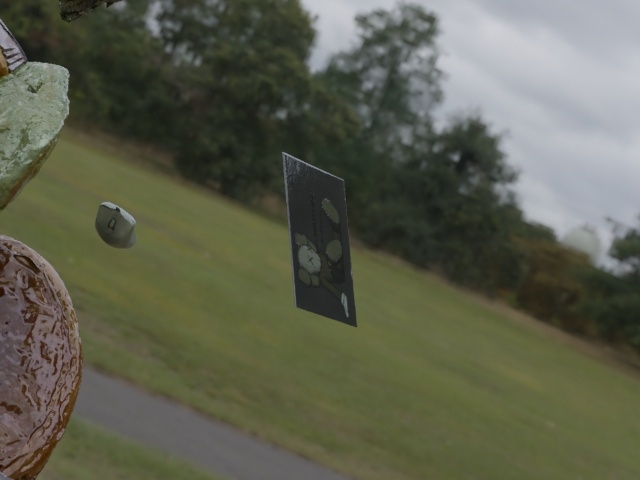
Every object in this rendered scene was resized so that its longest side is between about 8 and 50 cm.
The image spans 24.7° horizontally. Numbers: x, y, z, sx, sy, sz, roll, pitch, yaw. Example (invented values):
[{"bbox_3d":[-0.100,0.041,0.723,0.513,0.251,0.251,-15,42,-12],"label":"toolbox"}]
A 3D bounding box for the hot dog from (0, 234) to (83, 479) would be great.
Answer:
[{"bbox_3d":[-0.463,0.184,1.963,0.267,0.388,0.174,-7,-19,22],"label":"hot dog"}]

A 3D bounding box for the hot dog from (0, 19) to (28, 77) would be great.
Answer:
[{"bbox_3d":[-0.483,-0.291,1.988,0.253,0.069,0.131,52,-32,7],"label":"hot dog"}]

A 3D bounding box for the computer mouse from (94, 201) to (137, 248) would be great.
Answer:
[{"bbox_3d":[-0.262,-0.015,1.854,0.056,0.032,0.110,31,-20,4],"label":"computer mouse"}]

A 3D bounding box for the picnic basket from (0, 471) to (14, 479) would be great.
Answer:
[{"bbox_3d":[-0.296,0.286,1.120,0.297,0.222,0.129,11,-26,43],"label":"picnic basket"}]

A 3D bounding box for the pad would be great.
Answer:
[{"bbox_3d":[0.000,0.000,1.720,0.004,0.190,0.127,-17,-22,31],"label":"pad"}]

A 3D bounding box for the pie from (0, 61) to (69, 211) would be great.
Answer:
[{"bbox_3d":[-0.397,-0.128,1.829,0.090,0.201,0.248,38,22,-30],"label":"pie"}]

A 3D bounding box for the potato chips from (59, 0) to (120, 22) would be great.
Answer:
[{"bbox_3d":[-0.275,-0.295,1.672,0.092,0.028,0.207,32,-20,-29],"label":"potato chips"}]
